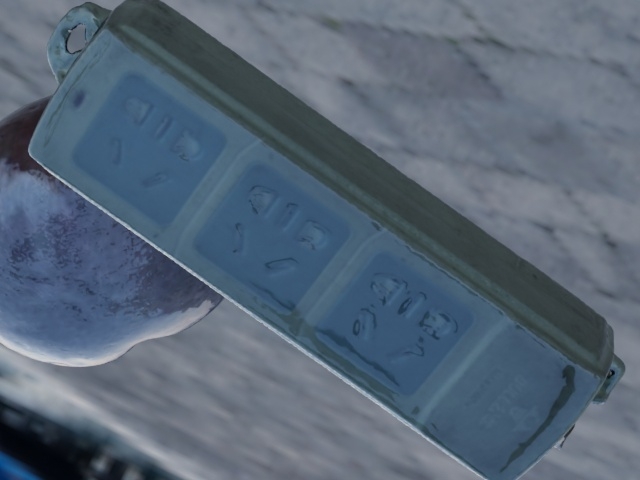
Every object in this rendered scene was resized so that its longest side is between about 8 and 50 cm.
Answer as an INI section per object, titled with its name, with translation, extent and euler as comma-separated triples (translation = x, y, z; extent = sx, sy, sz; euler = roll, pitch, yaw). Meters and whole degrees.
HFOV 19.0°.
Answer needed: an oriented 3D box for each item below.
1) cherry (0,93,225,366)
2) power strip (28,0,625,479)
[cherry]
translation = -0.128, -0.011, 1.050
extent = 0.176, 0.176, 0.140
euler = 42, -158, -47
[power strip]
translation = 0.000, 0.000, 0.766
extent = 0.272, 0.078, 0.052
euler = 35, -153, -5
